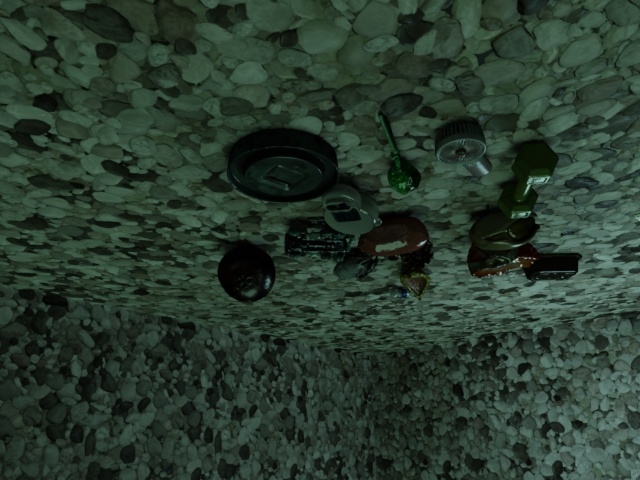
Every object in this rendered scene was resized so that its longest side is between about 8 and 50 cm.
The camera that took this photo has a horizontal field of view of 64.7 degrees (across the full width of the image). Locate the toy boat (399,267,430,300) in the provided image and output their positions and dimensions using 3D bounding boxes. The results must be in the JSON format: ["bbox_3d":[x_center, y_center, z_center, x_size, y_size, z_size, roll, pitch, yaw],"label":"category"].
[{"bbox_3d":[0.443,0.189,2.364,0.141,0.099,0.318,-11,153,15],"label":"toy boat"}]

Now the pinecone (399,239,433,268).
[{"bbox_3d":[0.366,0.047,1.957,0.140,0.140,0.121,-18,-166,35],"label":"pinecone"}]

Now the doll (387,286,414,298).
[{"bbox_3d":[0.429,0.275,2.622,0.114,0.057,0.227,-14,164,42],"label":"doll"}]

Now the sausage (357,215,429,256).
[{"bbox_3d":[0.255,-0.016,1.808,0.254,0.148,0.148,-14,155,15],"label":"sausage"}]

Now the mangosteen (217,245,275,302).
[{"bbox_3d":[-0.300,0.129,2.071,0.235,0.235,0.261,0,-169,-3],"label":"mangosteen"}]

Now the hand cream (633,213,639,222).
[{"bbox_3d":[1.182,-0.074,1.855,0.035,0.022,0.102,-14,150,40],"label":"hand cream"}]

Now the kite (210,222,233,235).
[{"bbox_3d":[-0.371,-0.039,1.898,0.090,0.004,0.122,3,157,-8],"label":"kite"}]

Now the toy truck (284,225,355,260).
[{"bbox_3d":[0.000,0.000,1.857,0.256,0.108,0.140,1,-160,2],"label":"toy truck"}]

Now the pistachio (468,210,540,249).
[{"bbox_3d":[0.647,-0.039,1.782,0.238,0.153,0.138,-12,115,19],"label":"pistachio"}]

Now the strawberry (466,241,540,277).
[{"bbox_3d":[0.714,0.048,1.994,0.265,0.149,0.336,-23,160,29],"label":"strawberry"}]

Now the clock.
[{"bbox_3d":[-0.104,-0.204,1.436,0.319,0.066,0.319,0,158,0],"label":"clock"}]

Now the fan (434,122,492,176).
[{"bbox_3d":[0.401,-0.235,1.369,0.130,0.074,0.244,-18,153,34],"label":"fan"}]

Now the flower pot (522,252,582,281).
[{"bbox_3d":[1.026,0.127,2.250,0.251,0.084,0.179,0,157,0],"label":"flower pot"}]

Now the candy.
[{"bbox_3d":[0.203,-0.238,1.378,0.097,0.097,0.323,-9,147,18],"label":"candy"}]

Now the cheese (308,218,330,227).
[{"bbox_3d":[0.038,-0.066,1.807,0.162,0.036,0.086,-3,163,6],"label":"cheese"}]

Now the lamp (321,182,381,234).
[{"bbox_3d":[0.091,-0.109,1.616,0.179,0.108,0.246,-7,150,23],"label":"lamp"}]

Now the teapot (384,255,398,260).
[{"bbox_3d":[0.293,0.048,2.084,0.068,0.045,0.100,16,143,14],"label":"teapot"}]

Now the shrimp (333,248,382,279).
[{"bbox_3d":[0.173,0.102,2.117,0.145,0.116,0.343,10,162,-26],"label":"shrimp"}]

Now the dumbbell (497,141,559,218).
[{"bbox_3d":[0.605,-0.169,1.490,0.121,0.108,0.302,-4,157,8],"label":"dumbbell"}]
